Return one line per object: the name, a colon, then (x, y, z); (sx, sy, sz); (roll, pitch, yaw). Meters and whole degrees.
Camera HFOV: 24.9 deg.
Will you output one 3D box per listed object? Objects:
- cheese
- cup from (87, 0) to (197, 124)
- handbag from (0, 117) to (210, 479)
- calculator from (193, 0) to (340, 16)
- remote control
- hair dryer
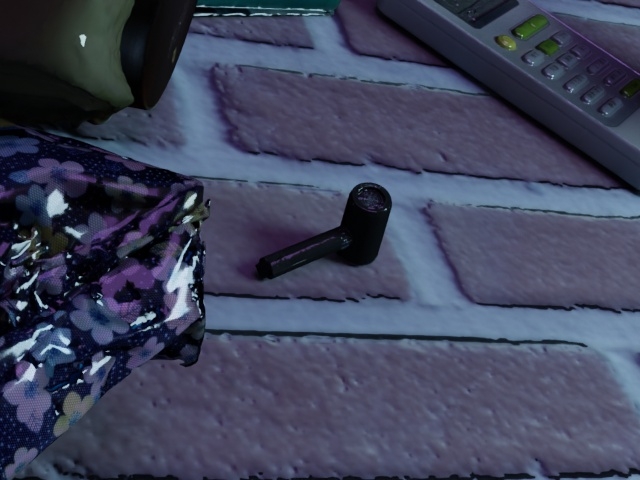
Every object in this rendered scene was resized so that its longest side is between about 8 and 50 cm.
cheese: (-0.153, -0.160, 0.660); (0.175, 0.202, 0.091); (14, 6, 7)
cup: (-0.196, -0.181, 0.797); (0.280, 0.196, 0.196); (14, 38, 0)
handbag: (-0.181, 0.020, 0.595); (0.229, 0.126, 0.208); (21, 33, 27)
calculator: (-0.126, -0.257, 1.017); (0.248, 0.058, 0.274); (-5, 48, -32)
remote control: (0.161, -0.126, 1.044); (0.250, 0.034, 0.103); (37, 39, 15)
hair dryer: (0.000, 0.000, 0.802); (0.083, 0.047, 0.026); (-21, 56, -27)
